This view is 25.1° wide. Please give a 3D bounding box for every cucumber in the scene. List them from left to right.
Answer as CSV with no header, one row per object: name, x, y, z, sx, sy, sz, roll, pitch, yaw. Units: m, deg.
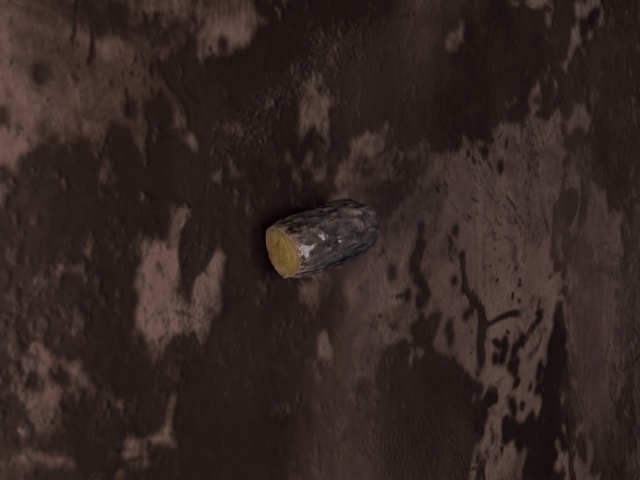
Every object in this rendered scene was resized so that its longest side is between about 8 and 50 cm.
cucumber,0.001,0.000,1.313,0.112,0.064,0.064,-21,110,-49
